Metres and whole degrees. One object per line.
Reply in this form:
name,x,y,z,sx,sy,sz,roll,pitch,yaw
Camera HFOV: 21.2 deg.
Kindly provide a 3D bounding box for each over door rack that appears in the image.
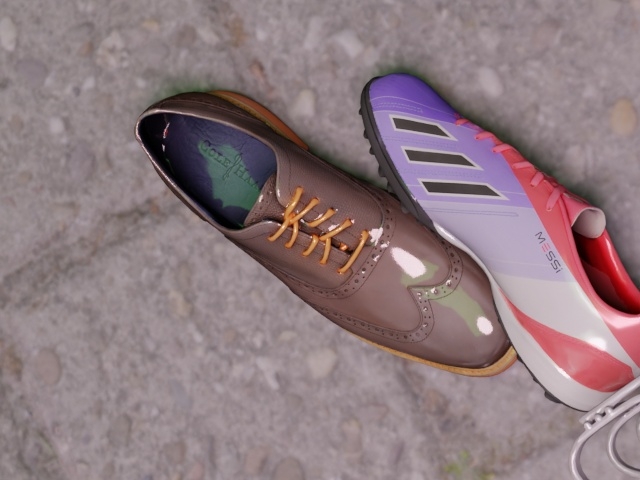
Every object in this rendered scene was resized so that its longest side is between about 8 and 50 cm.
over door rack,0.330,0.058,1.199,0.108,0.239,0.324,44,105,16

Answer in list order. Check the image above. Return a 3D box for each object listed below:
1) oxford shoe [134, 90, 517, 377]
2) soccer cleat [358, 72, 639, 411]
oxford shoe,0.000,0.000,1.374,0.363,0.133,0.130,31,101,16
soccer cleat,0.151,-0.024,1.310,0.116,0.108,0.318,-48,67,35
